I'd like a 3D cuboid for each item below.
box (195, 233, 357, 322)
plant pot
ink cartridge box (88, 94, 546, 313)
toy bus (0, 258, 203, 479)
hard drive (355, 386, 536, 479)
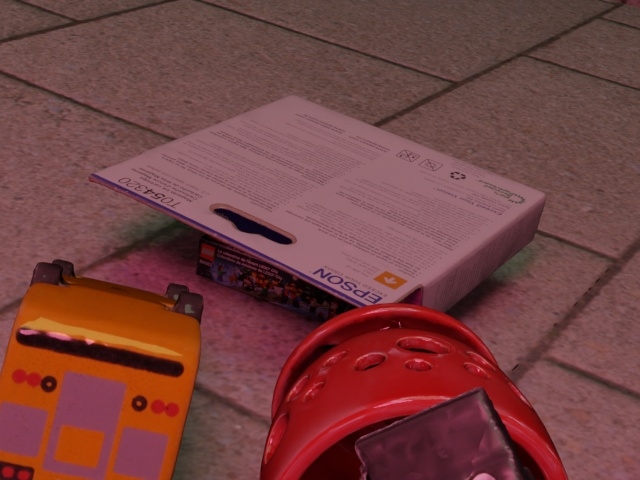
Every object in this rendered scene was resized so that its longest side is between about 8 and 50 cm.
[{"bbox_3d":[0.000,0.000,1.187,0.159,0.044,0.233,19,28,19],"label":"box"},{"bbox_3d":[0.055,0.143,0.763,0.191,0.191,0.174,7,24,-5],"label":"plant pot"},{"bbox_3d":[0.003,-0.028,1.119,0.324,0.071,0.330,25,34,26],"label":"ink cartridge box"},{"bbox_3d":[-0.148,0.087,0.782,0.108,0.130,0.333,13,-3,-9],"label":"toy bus"},{"bbox_3d":[0.117,0.247,0.423,0.064,0.237,0.338,-26,56,7],"label":"hard drive"}]
